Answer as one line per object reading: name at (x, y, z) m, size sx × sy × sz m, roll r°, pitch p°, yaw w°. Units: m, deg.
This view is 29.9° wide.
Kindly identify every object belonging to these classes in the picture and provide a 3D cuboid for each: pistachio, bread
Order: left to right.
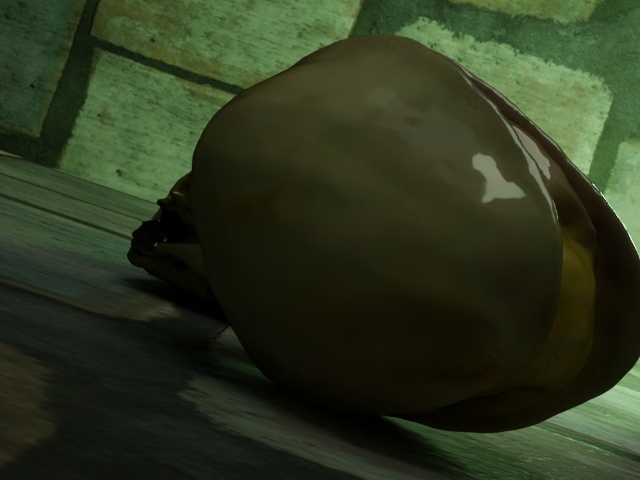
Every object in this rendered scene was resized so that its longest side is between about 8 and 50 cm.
bread at (0.000, 0.000, 1.099) m, size 0.277 × 0.167 × 0.324 m, roll 19°, pitch 0°, yaw 17°
pistachio at (0.047, -0.005, 0.742) m, size 0.229 × 0.230 × 0.309 m, roll 17°, pitch 11°, yaw -47°
